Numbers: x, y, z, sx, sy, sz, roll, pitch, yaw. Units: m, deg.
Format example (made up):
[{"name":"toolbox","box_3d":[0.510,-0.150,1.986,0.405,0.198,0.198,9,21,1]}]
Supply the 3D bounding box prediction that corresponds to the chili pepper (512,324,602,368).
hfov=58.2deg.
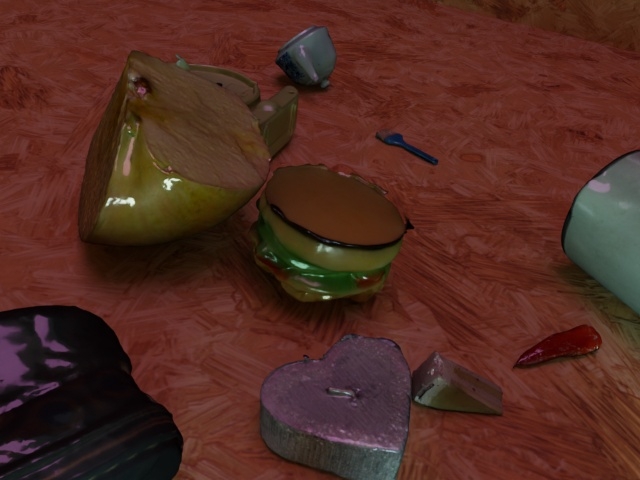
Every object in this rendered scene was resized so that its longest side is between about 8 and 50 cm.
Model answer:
[{"name":"chili pepper","box_3d":[0.340,0.150,0.819,0.178,0.027,0.045,-11,41,-23]}]

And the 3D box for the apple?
[{"name":"apple","box_3d":[-0.237,-0.120,0.862,0.314,0.252,0.309,-17,52,-1]}]

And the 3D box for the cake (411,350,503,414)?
[{"name":"cake","box_3d":[0.180,0.183,0.716,0.121,0.065,0.052,12,38,-8]}]

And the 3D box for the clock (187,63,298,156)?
[{"name":"clock","box_3d":[-0.240,-0.264,1.169,0.349,0.117,0.286,18,36,12]}]

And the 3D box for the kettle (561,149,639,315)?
[{"name":"kettle","box_3d":[0.613,0.048,0.876,0.361,0.249,0.376,9,28,-38]}]

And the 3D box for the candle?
[{"name":"candle","box_3d":[0.035,0.194,0.653,0.192,0.068,0.168,-17,40,-29]}]

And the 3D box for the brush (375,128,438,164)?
[{"name":"brush","box_3d":[0.195,-0.209,1.283,0.051,0.014,0.164,-27,50,-38]}]

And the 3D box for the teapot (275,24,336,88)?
[{"name":"teapot","box_3d":[-0.021,-0.457,1.479,0.159,0.158,0.232,14,21,5]}]

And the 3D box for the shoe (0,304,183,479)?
[{"name":"shoe","box_3d":[-0.329,0.193,0.480,0.384,0.171,0.237,-24,54,-39]}]

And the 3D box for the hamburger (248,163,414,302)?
[{"name":"hamburger","box_3d":[0.000,0.000,0.843,0.237,0.148,0.237,14,34,-10]}]
